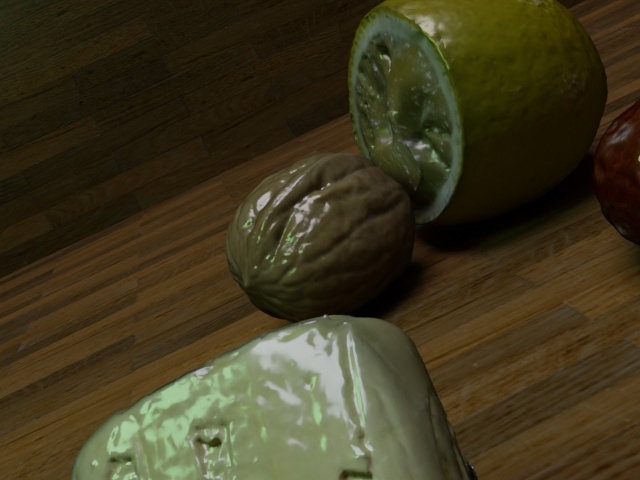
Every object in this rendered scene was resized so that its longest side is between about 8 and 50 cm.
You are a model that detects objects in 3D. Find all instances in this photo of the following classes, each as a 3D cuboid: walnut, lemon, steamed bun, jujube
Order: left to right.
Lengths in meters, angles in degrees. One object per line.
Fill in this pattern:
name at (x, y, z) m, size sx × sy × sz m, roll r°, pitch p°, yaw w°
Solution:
steamed bun at (-0.027, 0.192, 0.582) m, size 0.273 × 0.232 × 0.166 m, roll -30°, pitch -31°, yaw 11°
walnut at (0.000, 0.000, 1.166) m, size 0.261 × 0.225 × 0.225 m, roll -33°, pitch 17°, yaw -32°
lemon at (0.233, -0.204, 1.258) m, size 0.364 × 0.364 × 0.364 m, roll -23°, pitch 15°, yaw 7°
jujube at (0.367, -0.077, 0.920) m, size 0.190 × 0.190 × 0.255 m, roll -23°, pitch 8°, yaw 6°
